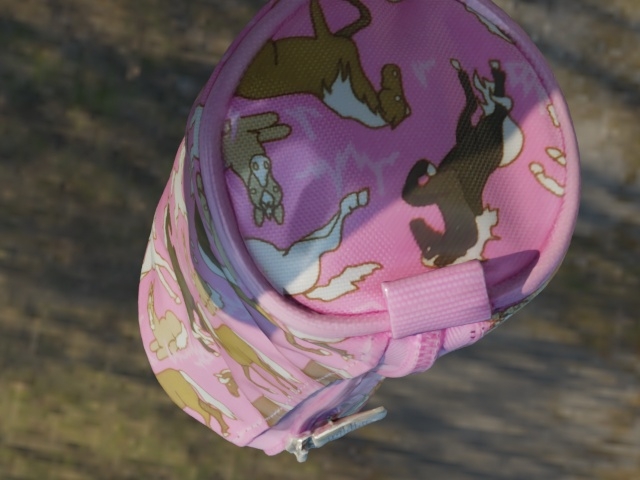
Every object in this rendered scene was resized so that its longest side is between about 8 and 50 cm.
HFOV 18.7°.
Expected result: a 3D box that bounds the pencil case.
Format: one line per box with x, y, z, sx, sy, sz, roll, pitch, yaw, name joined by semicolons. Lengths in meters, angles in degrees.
0.000;0.000;0.913;0.167;0.160;0.386;40;165;1;pencil case
